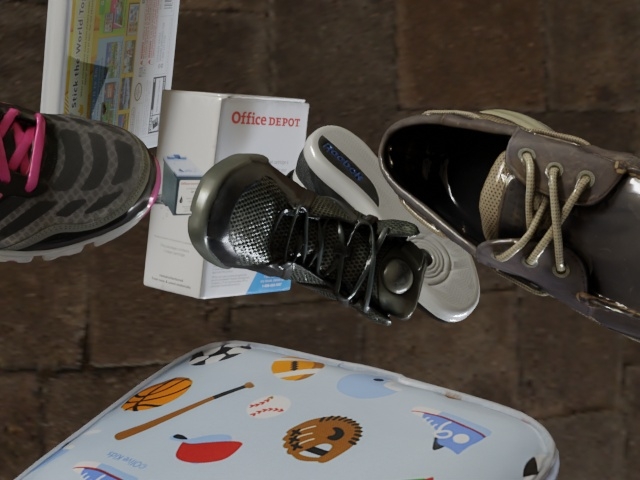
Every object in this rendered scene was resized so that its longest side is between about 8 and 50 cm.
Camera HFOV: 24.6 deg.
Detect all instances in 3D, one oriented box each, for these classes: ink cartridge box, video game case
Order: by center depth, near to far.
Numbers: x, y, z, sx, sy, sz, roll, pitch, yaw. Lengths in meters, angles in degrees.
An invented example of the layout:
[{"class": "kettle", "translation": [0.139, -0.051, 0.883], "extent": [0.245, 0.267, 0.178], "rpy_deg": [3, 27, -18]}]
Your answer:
[{"class": "video game case", "translation": [-0.197, -0.191, 1.396], "extent": [0.206, 0.026, 0.227], "rpy_deg": [-24, 125, -64]}, {"class": "ink cartridge box", "translation": [-0.088, -0.046, 1.411], "extent": [0.140, 0.082, 0.190], "rpy_deg": [-3, 100, -54]}]

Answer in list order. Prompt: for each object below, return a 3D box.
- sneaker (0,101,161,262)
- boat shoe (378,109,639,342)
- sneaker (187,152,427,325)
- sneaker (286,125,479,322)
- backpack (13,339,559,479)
[{"class": "sneaker", "translation": [-0.147, -0.038, 0.574], "extent": [0.170, 0.075, 0.063], "rpy_deg": [8, 62, -8]}, {"class": "boat shoe", "translation": [0.163, -0.010, 1.014], "extent": [0.130, 0.355, 0.132], "rpy_deg": [4, 101, -35]}, {"class": "sneaker", "translation": [0.000, 0.000, 1.065], "extent": [0.227, 0.130, 0.087], "rpy_deg": [27, 80, -61]}, {"class": "sneaker", "translation": [0.050, 0.007, 1.336], "extent": [0.079, 0.121, 0.217], "rpy_deg": [-27, 70, -36]}, {"class": "backpack", "translation": [-0.019, 0.176, 0.549], "extent": [0.263, 0.277, 0.213], "rpy_deg": [-44, 124, -35]}]
